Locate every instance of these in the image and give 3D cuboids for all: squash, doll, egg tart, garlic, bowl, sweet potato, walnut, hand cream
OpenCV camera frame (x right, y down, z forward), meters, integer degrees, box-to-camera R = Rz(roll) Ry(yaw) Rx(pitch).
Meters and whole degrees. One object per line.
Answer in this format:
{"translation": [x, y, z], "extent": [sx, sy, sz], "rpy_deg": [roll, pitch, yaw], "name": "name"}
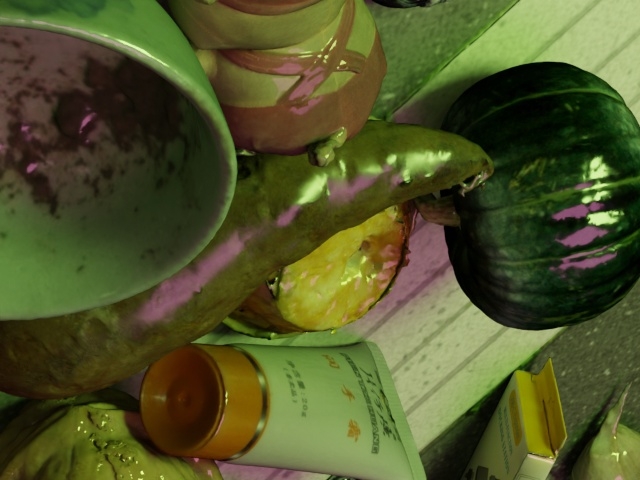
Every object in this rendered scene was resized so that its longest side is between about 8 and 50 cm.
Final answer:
{"translation": [0.170, -0.032, 1.426], "extent": [0.172, 0.218, 0.218], "rpy_deg": [-29, 140, -18], "name": "squash"}
{"translation": [-0.031, -0.175, 1.192], "extent": [0.256, 0.152, 0.196], "rpy_deg": [89, 20, -55], "name": "doll"}
{"translation": [0.001, 0.001, 1.438], "extent": [0.212, 0.090, 0.213], "rpy_deg": [-22, 136, -22], "name": "egg tart"}
{"translation": [0.318, 0.236, 1.905], "extent": [0.128, 0.090, 0.198], "rpy_deg": [-51, 134, -6], "name": "garlic"}
{"translation": [-0.198, -0.089, 1.129], "extent": [0.289, 0.146, 0.289], "rpy_deg": [-4, 144, -3], "name": "bowl"}
{"translation": [-0.083, 0.003, 1.316], "extent": [0.422, 0.130, 0.130], "rpy_deg": [-26, 140, 4], "name": "sweet potato"}
{"translation": [-0.170, 0.223, 1.447], "extent": [0.198, 0.198, 0.245], "rpy_deg": [-21, 129, -17], "name": "walnut"}
{"translation": [-0.015, 0.142, 1.477], "extent": [0.089, 0.140, 0.314], "rpy_deg": [-29, 160, 26], "name": "hand cream"}

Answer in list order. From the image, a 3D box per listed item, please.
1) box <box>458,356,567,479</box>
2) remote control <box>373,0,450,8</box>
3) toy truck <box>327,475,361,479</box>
{"translation": [0.167, 0.236, 1.750], "extent": [0.033, 0.129, 0.247], "rpy_deg": [16, 121, -11], "name": "box"}
{"translation": [0.153, -0.224, 1.339], "extent": [0.266, 0.066, 0.090], "rpy_deg": [-22, 134, -18], "name": "remote control"}
{"translation": [0.009, 0.351, 1.724], "extent": [0.268, 0.155, 0.124], "rpy_deg": [-43, 139, 7], "name": "toy truck"}
